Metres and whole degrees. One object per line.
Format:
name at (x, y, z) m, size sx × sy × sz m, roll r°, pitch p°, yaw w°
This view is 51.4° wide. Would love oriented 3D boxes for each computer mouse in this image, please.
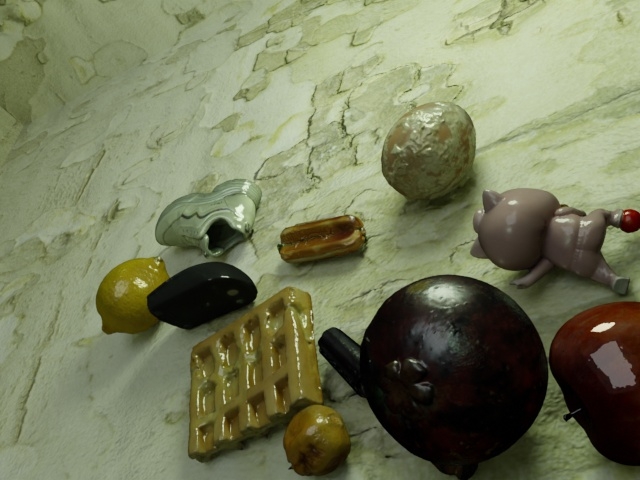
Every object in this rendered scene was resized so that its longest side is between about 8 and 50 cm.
computer mouse at (-0.289, 0.121, 1.639) m, size 0.269 × 0.170 × 0.100 m, roll -24°, pitch 52°, yaw 21°

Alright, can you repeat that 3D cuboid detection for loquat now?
loquat at (-0.009, 0.375, 1.234) m, size 0.137 × 0.113 × 0.137 m, roll -21°, pitch 56°, yaw 34°

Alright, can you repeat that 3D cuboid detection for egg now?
egg at (0.242, -0.202, 1.483) m, size 0.245 × 0.203 × 0.203 m, roll -51°, pitch 40°, yaw -10°

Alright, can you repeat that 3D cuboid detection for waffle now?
waffle at (-0.153, 0.285, 1.432) m, size 0.348 × 0.077 × 0.304 m, roll -33°, pitch 42°, yaw 22°

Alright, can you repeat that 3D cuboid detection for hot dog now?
hot dog at (0.000, 0.000, 1.599) m, size 0.250 × 0.076 × 0.104 m, roll -15°, pitch 66°, yaw 34°

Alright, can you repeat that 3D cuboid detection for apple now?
apple at (0.448, 0.201, 0.942) m, size 0.234 × 0.234 × 0.234 m, roll -22°, pitch 43°, yaw 22°

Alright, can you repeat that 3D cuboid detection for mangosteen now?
mangosteen at (0.206, 0.196, 1.036) m, size 0.311 × 0.311 × 0.311 m, roll -22°, pitch 43°, yaw 22°

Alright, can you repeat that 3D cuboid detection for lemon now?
lemon at (-0.495, 0.148, 1.772) m, size 0.186 × 0.187 × 0.244 m, roll 17°, pitch 69°, yaw 46°

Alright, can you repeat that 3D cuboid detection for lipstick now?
lipstick at (0.128, 0.289, 1.226) m, size 0.077 × 0.077 × 0.418 m, roll -47°, pitch 41°, yaw -6°

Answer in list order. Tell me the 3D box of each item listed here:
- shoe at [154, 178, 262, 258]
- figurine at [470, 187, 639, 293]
shoe at (-0.322, -0.032, 1.835) m, size 0.341 × 0.132 × 0.211 m, roll -21°, pitch 41°, yaw 18°
figurine at (0.426, -0.003, 1.221) m, size 0.287 × 0.176 × 0.186 m, roll 9°, pitch 17°, yaw 25°
